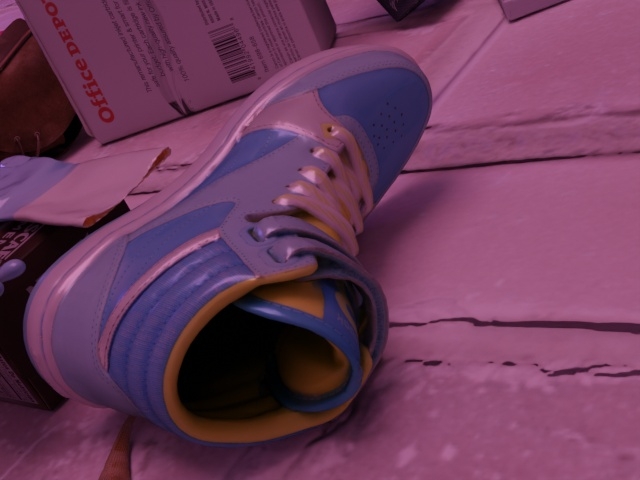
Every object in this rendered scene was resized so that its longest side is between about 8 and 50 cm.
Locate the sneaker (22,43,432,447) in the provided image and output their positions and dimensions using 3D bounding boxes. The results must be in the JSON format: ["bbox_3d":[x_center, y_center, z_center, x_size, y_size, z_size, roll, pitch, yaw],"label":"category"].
[{"bbox_3d":[0.000,0.000,0.605,0.319,0.127,0.208,-44,32,-21],"label":"sneaker"}]

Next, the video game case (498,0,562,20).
[{"bbox_3d":[0.259,-0.282,1.000,0.201,0.023,0.183,-20,27,11],"label":"video game case"}]

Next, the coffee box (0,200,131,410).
[{"bbox_3d":[-0.248,0.033,0.776,0.246,0.098,0.141,0,38,41],"label":"coffee box"}]

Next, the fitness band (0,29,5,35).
[{"bbox_3d":[-0.574,-0.243,1.625,0.291,0.054,0.209,-19,30,15],"label":"fitness band"}]

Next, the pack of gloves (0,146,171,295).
[{"bbox_3d":[-0.238,-0.013,0.683,0.232,0.046,0.195,1,40,44],"label":"pack of gloves"}]

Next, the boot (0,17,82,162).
[{"bbox_3d":[-0.338,-0.105,1.111,0.112,0.115,0.305,121,174,-58],"label":"boot"}]

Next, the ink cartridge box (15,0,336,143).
[{"bbox_3d":[-0.147,-0.242,1.084,0.273,0.197,0.114,-17,27,17],"label":"ink cartridge box"}]

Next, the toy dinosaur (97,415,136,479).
[{"bbox_3d":[-0.116,0.143,0.537,0.093,0.053,0.183,-12,11,-13],"label":"toy dinosaur"}]

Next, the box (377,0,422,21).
[{"bbox_3d":[0.089,-0.355,1.092,0.232,0.183,0.059,-45,4,-39],"label":"box"}]
